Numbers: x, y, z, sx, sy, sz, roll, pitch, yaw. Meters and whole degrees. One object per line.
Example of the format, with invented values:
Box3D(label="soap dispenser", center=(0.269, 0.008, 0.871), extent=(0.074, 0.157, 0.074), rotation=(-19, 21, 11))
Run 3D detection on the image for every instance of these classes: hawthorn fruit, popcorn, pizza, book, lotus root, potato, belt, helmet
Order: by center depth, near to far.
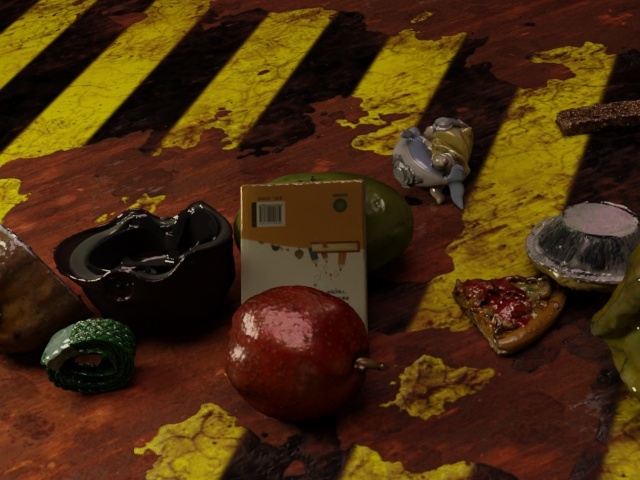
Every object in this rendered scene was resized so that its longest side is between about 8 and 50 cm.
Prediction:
Box3D(label="popcorn", center=(0.545, 0.104, 1.683), extent=(0.312, 0.312, 0.312), rotation=(-7, 36, 5))
Box3D(label="hawthorn fruit", center=(-0.017, 0.173, 1.794), extent=(0.253, 0.205, 0.205), rotation=(15, 42, 20))
Box3D(label="book", center=(-0.027, 0.053, 1.918), extent=(0.208, 0.295, 0.020), rotation=(-1, -4, 11))
Box3D(label="belt", center=(-0.370, 0.181, 1.924), extent=(0.151, 0.121, 0.079), rotation=(-14, 37, 3))
Box3D(label="pizza", center=(0.289, 0.100, 1.931), extent=(0.193, 0.053, 0.201), rotation=(13, 41, 29))
Box3D(label="lotus root", center=(-0.531, 0.089, 2.001), extent=(0.192, 0.272, 0.272), rotation=(-44, 46, -20))
Box3D(label="helmet", center=(-0.283, 0.062, 2.021), extent=(0.305, 0.177, 0.225), rotation=(-9, 30, 8))
Box3D(label="potato", center=(0.004, -0.018, 2.040), extent=(0.304, 0.216, 0.216), rotation=(-1, 35, -5))

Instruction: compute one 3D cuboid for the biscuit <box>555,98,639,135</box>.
Box3D(label="biscuit", center=(0.567, -0.244, 2.355), extent=(0.199, 0.034, 0.064), rotation=(-10, 36, 1))

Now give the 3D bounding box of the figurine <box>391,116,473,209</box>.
Box3D(label="figurine", center=(0.222, -0.152, 2.244), extent=(0.184, 0.128, 0.208), rotation=(-21, 45, -19))

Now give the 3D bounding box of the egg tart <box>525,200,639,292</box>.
Box3D(label="egg tart", center=(0.455, 0.002, 1.968), extent=(0.234, 0.094, 0.234), rotation=(2, 30, -1))
